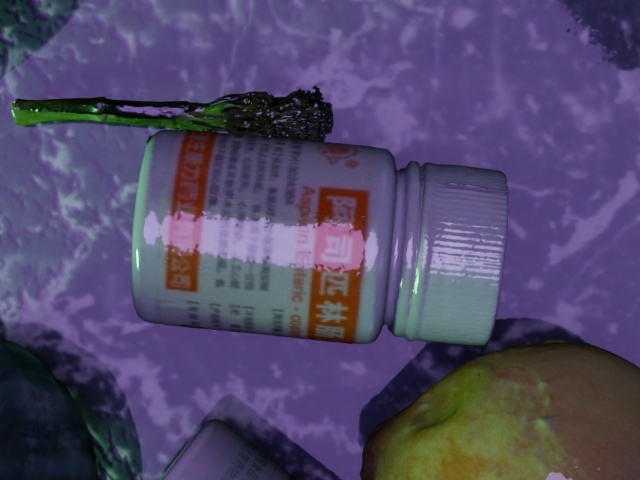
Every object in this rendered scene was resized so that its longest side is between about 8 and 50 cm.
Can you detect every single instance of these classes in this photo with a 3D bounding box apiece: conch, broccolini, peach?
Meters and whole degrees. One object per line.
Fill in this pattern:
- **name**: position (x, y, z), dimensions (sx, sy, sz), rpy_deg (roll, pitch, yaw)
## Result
- **conch**: position (-0.268, 0.158, 0.929), dimensions (0.195, 0.220, 0.277), rpy_deg (-15, 129, 38)
- **broccolini**: position (-0.110, -0.089, 0.996), dimensions (0.239, 0.051, 0.054), rpy_deg (1, 135, 2)
- **peach**: position (0.138, 0.169, 0.921), dimensions (0.232, 0.232, 0.232), rpy_deg (0, 91, 1)

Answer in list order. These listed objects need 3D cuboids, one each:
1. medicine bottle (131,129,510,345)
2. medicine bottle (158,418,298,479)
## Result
- **medicine bottle**: position (0.000, 0.000, 0.946), dimensions (0.252, 0.144, 0.144), rpy_deg (4, 91, -2)
- **medicine bottle**: position (-0.010, 0.258, 0.955), dimensions (0.274, 0.133, 0.133), rpy_deg (39, 91, -1)
